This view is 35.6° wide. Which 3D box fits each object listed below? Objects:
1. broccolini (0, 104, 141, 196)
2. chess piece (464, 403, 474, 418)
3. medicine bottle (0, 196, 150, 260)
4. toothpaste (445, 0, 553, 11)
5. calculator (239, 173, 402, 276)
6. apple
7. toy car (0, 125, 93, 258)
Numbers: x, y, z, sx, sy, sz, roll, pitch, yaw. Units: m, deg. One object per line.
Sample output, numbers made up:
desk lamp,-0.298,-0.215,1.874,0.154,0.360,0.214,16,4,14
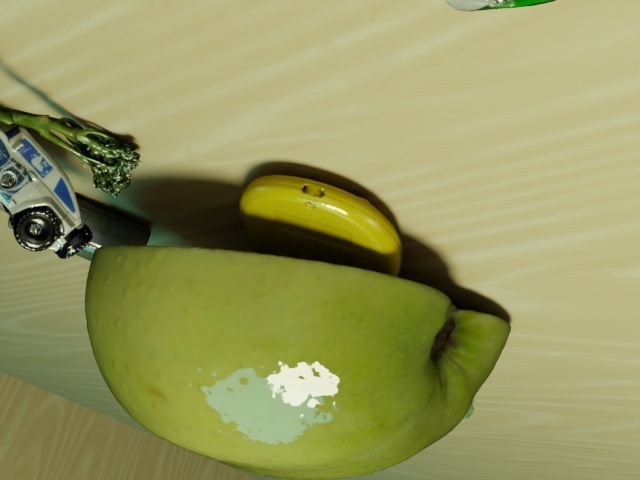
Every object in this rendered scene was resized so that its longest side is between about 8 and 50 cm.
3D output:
broccolini,-0.222,-0.083,0.793,0.194,0.054,0.052,17,-150,-51
chess piece,0.172,0.204,1.253,0.042,0.042,0.093,11,165,21
medicine bottle,-0.275,-0.025,1.016,0.199,0.058,0.057,24,160,-15
toothpaste,0.133,-0.128,0.398,0.248,0.047,0.078,1,156,37
calculator,0.000,0.000,0.871,0.146,0.032,0.235,16,162,9
apple,-0.022,0.089,0.959,0.360,0.320,0.312,4,122,33
toy car,-0.267,-0.055,0.875,0.171,0.070,0.080,52,171,-21
